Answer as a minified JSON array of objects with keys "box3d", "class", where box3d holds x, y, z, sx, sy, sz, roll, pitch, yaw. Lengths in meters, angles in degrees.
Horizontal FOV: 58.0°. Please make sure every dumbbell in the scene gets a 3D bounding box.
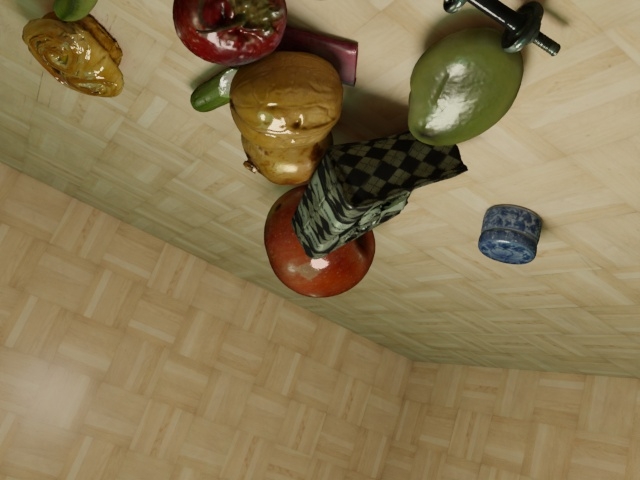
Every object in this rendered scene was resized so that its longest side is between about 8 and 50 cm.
[{"box3d":[0.253,-0.342,0.849,0.253,0.082,0.081,25,161,-16],"class":"dumbbell"}]

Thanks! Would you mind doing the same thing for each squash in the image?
[{"box3d":[-0.240,-0.348,1.351,0.069,0.069,0.238,32,159,-31],"class":"squash"},{"box3d":[-0.481,-0.509,1.148,0.083,0.083,0.250,29,163,-24],"class":"squash"}]

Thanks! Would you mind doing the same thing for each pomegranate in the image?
[{"box3d":[-0.080,-0.217,1.317,0.215,0.216,0.215,18,161,6],"class":"pomegranate"}]

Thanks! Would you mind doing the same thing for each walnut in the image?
[{"box3d":[-0.065,-0.269,1.122,0.225,0.193,0.193,1,168,-22],"class":"walnut"}]

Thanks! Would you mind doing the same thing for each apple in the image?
[{"box3d":[0.000,0.000,1.685,0.276,0.349,0.348,-17,144,27],"class":"apple"}]

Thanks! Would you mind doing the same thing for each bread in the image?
[{"box3d":[-0.576,-0.438,1.364,0.198,0.120,0.236,12,159,19],"class":"bread"}]

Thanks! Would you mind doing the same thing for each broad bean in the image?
[{"box3d":[0.247,-0.263,1.018,0.188,0.121,0.263,18,159,-4],"class":"broad bean"}]

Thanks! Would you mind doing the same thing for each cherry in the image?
[{"box3d":[-0.164,-0.386,1.004,0.175,0.192,0.249,64,161,-8],"class":"cherry"}]

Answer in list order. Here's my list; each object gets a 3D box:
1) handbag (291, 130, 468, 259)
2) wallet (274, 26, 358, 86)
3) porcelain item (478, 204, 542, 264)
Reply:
[{"box3d":[0.120,-0.112,1.348,0.316,0.180,0.416,-20,169,-19],"class":"handbag"},{"box3d":[-0.038,-0.374,1.143,0.232,0.025,0.119,17,160,6],"class":"wallet"},{"box3d":[0.484,-0.010,1.483,0.147,0.114,0.147,17,162,6],"class":"porcelain item"}]
